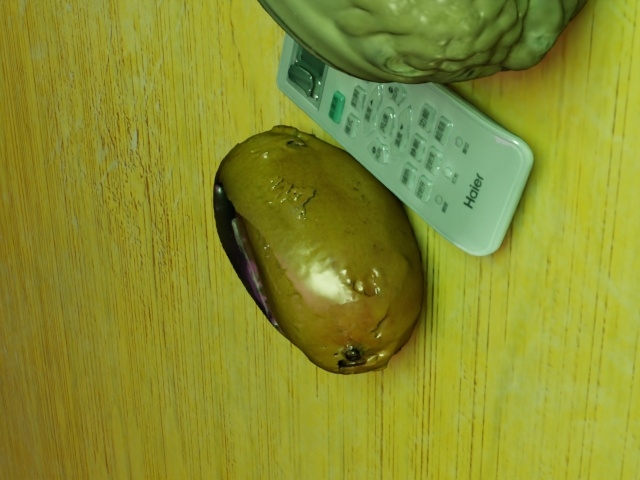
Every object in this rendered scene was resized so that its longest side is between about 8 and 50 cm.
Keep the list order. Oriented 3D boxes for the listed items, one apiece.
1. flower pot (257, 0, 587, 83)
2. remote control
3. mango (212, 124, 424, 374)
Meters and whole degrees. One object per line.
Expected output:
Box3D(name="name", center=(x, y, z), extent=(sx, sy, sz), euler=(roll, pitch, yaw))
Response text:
Box3D(name="flower pot", center=(0.091, -0.246, 0.486), extent=(0.244, 0.307, 0.307), euler=(-15, 92, 38))
Box3D(name="remote control", center=(0.060, -0.107, 0.754), extent=(0.293, 0.051, 0.103), euler=(44, 133, 36))
Box3D(name="mango", center=(0.000, 0.000, 0.796), extent=(0.249, 0.151, 0.156), euler=(56, 180, 32))
